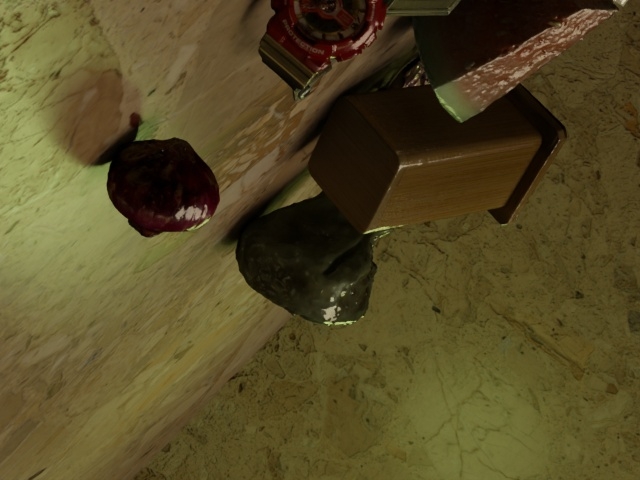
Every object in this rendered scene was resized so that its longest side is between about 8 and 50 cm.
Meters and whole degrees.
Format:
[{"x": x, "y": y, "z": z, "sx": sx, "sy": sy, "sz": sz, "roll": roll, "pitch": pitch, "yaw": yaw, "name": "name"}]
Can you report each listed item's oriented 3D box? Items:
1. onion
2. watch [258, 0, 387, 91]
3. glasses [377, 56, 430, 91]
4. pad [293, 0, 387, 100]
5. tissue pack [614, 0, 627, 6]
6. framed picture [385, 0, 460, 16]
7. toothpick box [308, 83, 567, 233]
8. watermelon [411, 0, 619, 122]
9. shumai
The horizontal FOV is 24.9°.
[{"x": -0.147, "y": -0.047, "z": 1.336, "sx": 0.097, "sy": 0.107, "sz": 0.107, "roll": -64, "pitch": 166, "yaw": 25, "name": "onion"}, {"x": 0.017, "y": -0.222, "z": 1.401, "sx": 0.165, "sy": 0.102, "sz": 0.268, "roll": -49, "pitch": -179, "yaw": 15, "name": "watch"}, {"x": 0.115, "y": -0.182, "z": 2.230, "sx": 0.255, "sy": 0.095, "sz": 0.162, "roll": -37, "pitch": 172, "yaw": -36, "name": "glasses"}, {"x": 0.063, "y": -0.270, "z": 1.697, "sx": 0.265, "sy": 0.009, "sz": 0.159, "roll": -45, "pitch": 173, "yaw": -4, "name": "pad"}, {"x": 0.453, "y": -0.494, "z": 1.950, "sx": 0.325, "sy": 0.071, "sz": 0.170, "roll": -55, "pitch": -147, "yaw": 27, "name": "tissue pack"}, {"x": 0.180, "y": -0.350, "z": 1.716, "sx": 0.173, "sy": 0.010, "sz": 0.231, "roll": -15, "pitch": 151, "yaw": -54, "name": "framed picture"}, {"x": 0.159, "y": -0.126, "z": 2.070, "sx": 0.308, "sy": 0.187, "sz": 0.190, "roll": -11, "pitch": 142, "yaw": -40, "name": "toothpick box"}, {"x": 0.254, "y": -0.294, "z": 1.903, "sx": 0.257, "sy": 0.192, "sz": 0.140, "roll": -21, "pitch": 151, "yaw": 17, "name": "watermelon"}, {"x": 0.000, "y": 0.000, "z": 2.182, "sx": 0.222, "sy": 0.225, "sz": 0.260, "roll": -62, "pitch": 180, "yaw": 14, "name": "shumai"}]
